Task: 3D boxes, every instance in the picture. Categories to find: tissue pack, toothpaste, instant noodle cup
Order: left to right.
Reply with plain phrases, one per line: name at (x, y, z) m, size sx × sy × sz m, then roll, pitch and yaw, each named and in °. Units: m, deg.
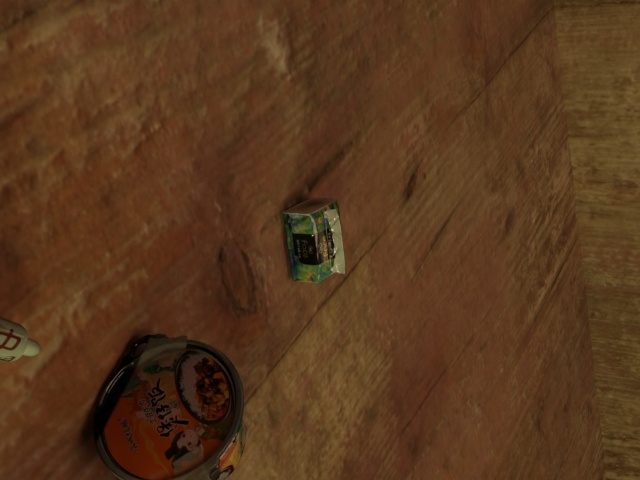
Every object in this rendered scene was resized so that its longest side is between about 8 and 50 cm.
toothpaste at (-0.354, 0.074, 0.795) m, size 0.233 × 0.038 × 0.060 m, roll 33°, pitch 65°, yaw -51°
instant noodle cup at (-0.163, 0.224, 1.012) m, size 0.125 × 0.177 × 0.208 m, roll 73°, pitch 5°, yaw -54°
tissue pack at (0.001, -0.001, 1.291) m, size 0.085 × 0.079 × 0.111 m, roll -31°, pitch 120°, yaw -52°
